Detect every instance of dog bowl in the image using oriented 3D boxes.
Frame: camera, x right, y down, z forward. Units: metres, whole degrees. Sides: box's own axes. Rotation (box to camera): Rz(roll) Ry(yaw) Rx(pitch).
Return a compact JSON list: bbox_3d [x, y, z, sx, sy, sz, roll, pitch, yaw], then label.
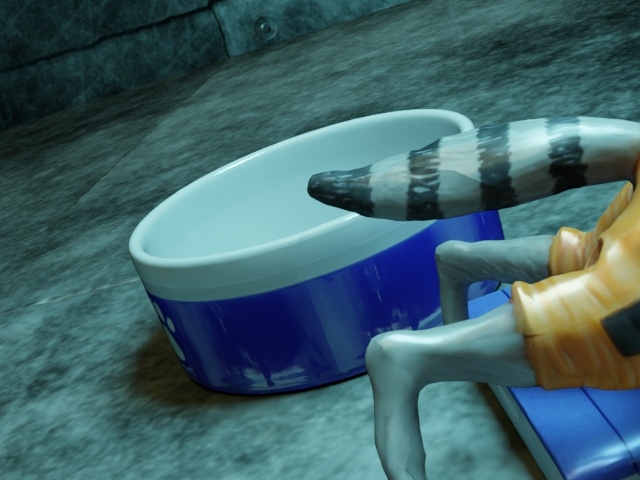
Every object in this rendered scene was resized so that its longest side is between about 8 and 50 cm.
[{"bbox_3d":[0.000,0.000,0.774,0.264,0.104,0.265,-18,18,6],"label":"dog bowl"}]

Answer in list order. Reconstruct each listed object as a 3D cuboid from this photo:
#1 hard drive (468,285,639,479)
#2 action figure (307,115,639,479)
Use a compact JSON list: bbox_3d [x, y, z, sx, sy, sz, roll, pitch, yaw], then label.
[{"bbox_3d":[0.246,0.029,0.542,0.318,0.040,0.210,-20,19,0],"label":"hard drive"},{"bbox_3d":[0.156,-0.030,0.361,0.330,0.179,0.341,-31,-11,17],"label":"action figure"}]
